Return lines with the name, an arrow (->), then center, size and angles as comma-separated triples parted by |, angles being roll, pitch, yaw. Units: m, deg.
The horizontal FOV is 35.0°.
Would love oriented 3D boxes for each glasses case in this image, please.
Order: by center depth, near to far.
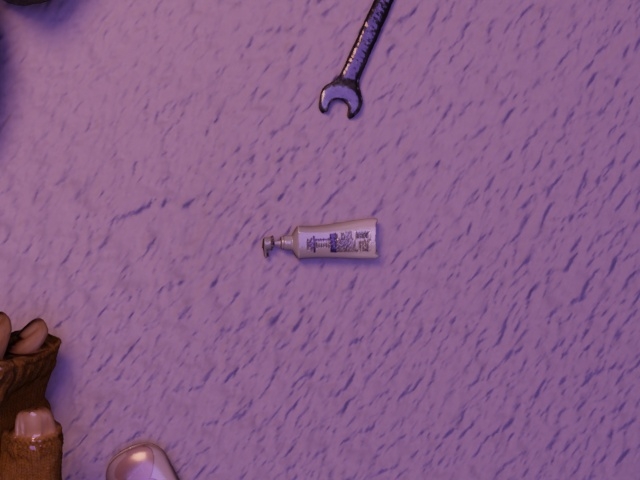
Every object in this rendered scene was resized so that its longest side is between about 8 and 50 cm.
glasses case -> -0.184, 0.336, 1.199 | 0.081, 0.051, 0.204 | -27, 95, -7

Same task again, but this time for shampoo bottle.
shampoo bottle -> 0.000, 0.000, 1.221 | 0.141, 0.034, 0.049 | -2, 99, -7

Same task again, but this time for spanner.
spanner -> 0.066, -0.265, 1.230 | 0.054, 0.015, 0.254 | 24, 89, -6

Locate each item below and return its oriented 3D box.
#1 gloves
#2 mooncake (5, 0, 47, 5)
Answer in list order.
gloves -> -0.357, 0.251, 1.101 | 0.155, 0.203, 0.356 | 5, 97, -31
mooncake -> -0.332, -0.415, 1.097 | 0.254, 0.136, 0.250 | 43, 79, -25
